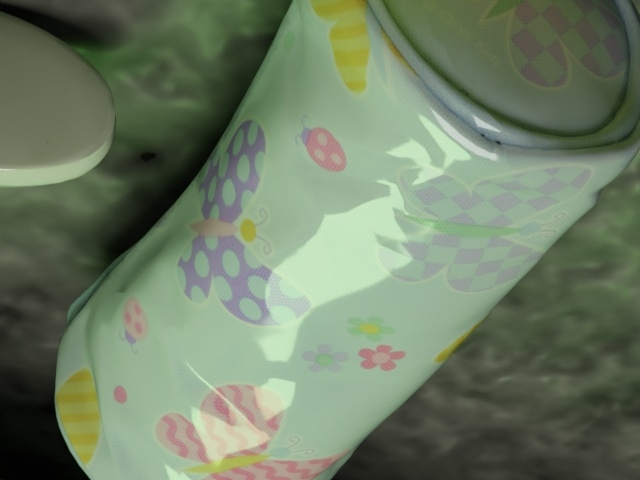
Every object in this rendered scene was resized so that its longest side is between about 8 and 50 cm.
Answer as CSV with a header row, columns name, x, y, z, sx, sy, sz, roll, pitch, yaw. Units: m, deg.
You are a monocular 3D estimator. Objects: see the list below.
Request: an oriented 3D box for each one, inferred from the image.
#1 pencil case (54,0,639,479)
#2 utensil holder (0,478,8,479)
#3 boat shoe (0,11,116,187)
name,x,y,z,sx,sy,sz,roll,pitch,yaw
pencil case,0.000,0.000,0.648,0.124,0.113,0.273,26,135,-11
utensil holder,-0.091,0.285,0.832,0.385,0.327,0.327,20,137,-17
boat shoe,-0.163,-0.043,0.648,0.184,0.066,0.063,2,154,-3
